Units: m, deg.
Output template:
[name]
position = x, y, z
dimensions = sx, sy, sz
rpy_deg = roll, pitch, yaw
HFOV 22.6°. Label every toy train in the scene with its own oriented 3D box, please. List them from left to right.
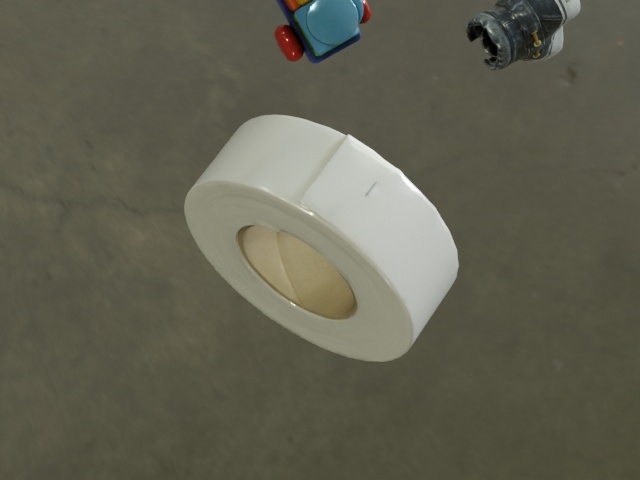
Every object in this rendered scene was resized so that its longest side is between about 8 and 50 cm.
[toy train]
position = -0.036, -0.305, 1.653
dimensions = 0.105, 0.143, 0.248
rpy_deg = -29, 97, -3

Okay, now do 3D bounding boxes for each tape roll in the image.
[tape roll]
position = 0.000, 0.000, 1.678
dimensions = 0.286, 0.286, 0.100
rpy_deg = 46, 63, -18

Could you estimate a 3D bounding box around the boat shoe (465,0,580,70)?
[boat shoe]
position = 0.163, -0.181, 1.384
dimensions = 0.083, 0.183, 0.065
rpy_deg = -33, 84, -4
